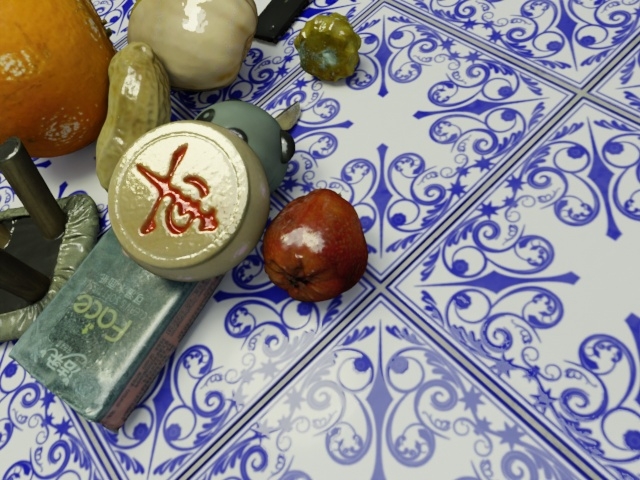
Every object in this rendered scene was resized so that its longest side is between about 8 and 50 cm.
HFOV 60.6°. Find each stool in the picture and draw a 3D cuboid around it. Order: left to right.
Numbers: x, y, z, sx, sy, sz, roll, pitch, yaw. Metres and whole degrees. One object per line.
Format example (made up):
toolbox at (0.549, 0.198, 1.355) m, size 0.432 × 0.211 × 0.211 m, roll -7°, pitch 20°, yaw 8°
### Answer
stool at (-0.611, 0.012, 1.007) m, size 0.310 × 0.226 × 0.311 m, roll -12°, pitch 58°, yaw 14°

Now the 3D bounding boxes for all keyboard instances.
keyboard at (-0.051, -0.585, 1.297) m, size 0.106 × 0.027 × 0.317 m, roll 24°, pitch 70°, yaw 31°

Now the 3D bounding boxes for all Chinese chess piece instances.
Chinese chess piece at (-0.202, -0.062, 0.845) m, size 0.250 × 0.097 × 0.251 m, roll -1°, pitch 82°, yaw 9°

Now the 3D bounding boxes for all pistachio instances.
pistachio at (-0.265, -0.426, 1.148) m, size 0.320 × 0.238 × 0.229 m, roll -4°, pitch 52°, yaw 39°

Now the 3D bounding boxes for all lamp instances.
lamp at (-0.170, -0.134, 0.987) m, size 0.197 × 0.198 × 0.244 m, roll 38°, pitch 86°, yaw 31°

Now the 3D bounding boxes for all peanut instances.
peanut at (-0.365, -0.232, 1.074) m, size 0.146 × 0.147 × 0.306 m, roll 19°, pitch 105°, yaw 26°

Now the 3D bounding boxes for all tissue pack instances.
tissue pack at (-0.333, 0.124, 0.927) m, size 0.227 × 0.103 × 0.316 m, roll 22°, pitch 69°, yaw 27°

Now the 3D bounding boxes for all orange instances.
orange at (-0.584, -0.380, 1.110) m, size 0.325 × 0.424 × 0.424 m, roll -19°, pitch 57°, yaw -1°

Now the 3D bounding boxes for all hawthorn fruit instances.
hawthorn fruit at (-0.007, 0.011, 0.870) m, size 0.173 × 0.174 × 0.179 m, roll -21°, pitch 31°, yaw 5°

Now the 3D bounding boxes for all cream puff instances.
cream puff at (0.024, -0.396, 1.107) m, size 0.146 × 0.146 × 0.116 m, roll 9°, pitch 47°, yaw 22°

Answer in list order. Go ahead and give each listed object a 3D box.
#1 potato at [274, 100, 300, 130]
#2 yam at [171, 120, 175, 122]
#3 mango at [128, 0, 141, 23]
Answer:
potato at (-0.072, -0.240, 1.102) m, size 0.037 × 0.036 × 0.093 m, roll -14°, pitch 28°, yaw 52°
yam at (-0.318, -0.228, 1.157) m, size 0.132 × 0.054 × 0.054 m, roll 26°, pitch 71°, yaw 29°
mango at (-0.405, -0.512, 1.323) m, size 0.130 × 0.092 × 0.195 m, roll 16°, pitch 73°, yaw 9°
